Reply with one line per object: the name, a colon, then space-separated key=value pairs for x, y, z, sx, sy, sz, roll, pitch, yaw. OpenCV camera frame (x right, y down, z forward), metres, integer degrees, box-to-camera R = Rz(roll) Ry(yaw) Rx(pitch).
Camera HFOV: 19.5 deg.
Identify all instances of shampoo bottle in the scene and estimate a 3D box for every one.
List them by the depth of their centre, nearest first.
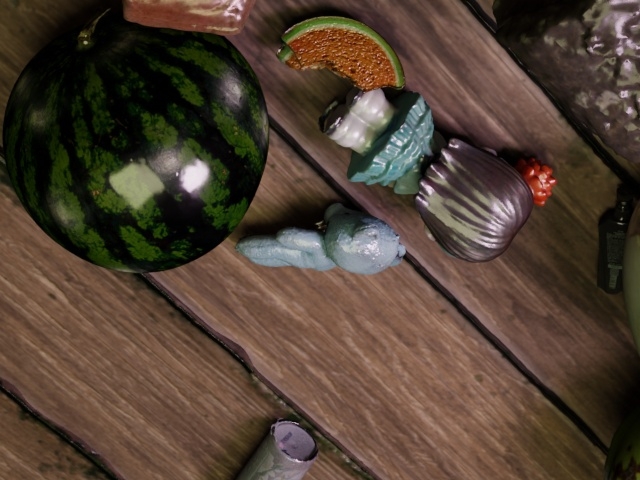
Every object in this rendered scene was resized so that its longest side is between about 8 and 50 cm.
shampoo bottle: x=0.327 y=-0.001 z=2.049 sx=0.048 sy=0.027 sz=0.137 roll=6 pitch=129 yaw=7
shampoo bottle: x=-0.077 y=0.311 z=2.282 sx=0.072 sy=0.072 sz=0.214 roll=22 pitch=126 yaw=-16

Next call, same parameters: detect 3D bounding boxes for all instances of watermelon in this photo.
watermelon: x=-0.183 y=-0.097 z=1.842 sx=0.269 sy=0.269 sz=0.269 roll=0 pitch=129 yaw=0

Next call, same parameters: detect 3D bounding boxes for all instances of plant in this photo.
plant: x=0.335 y=-0.187 z=1.780 sx=0.312 sy=0.215 sz=0.213 roll=35 pitch=119 yaw=-28

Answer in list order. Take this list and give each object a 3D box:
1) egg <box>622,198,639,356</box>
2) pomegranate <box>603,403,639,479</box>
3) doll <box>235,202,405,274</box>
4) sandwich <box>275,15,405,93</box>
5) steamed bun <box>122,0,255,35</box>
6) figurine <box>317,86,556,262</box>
egg: x=0.465 y=0.075 z=1.936 sx=0.278 sy=0.278 sz=0.336 roll=-23 pitch=109 yaw=18
pomegranate: x=0.437 y=0.286 z=2.126 sx=0.254 sy=0.254 sz=0.270 roll=25 pitch=97 yaw=-18
doll: x=0.001 y=-0.005 z=2.034 sx=0.180 sy=0.075 sz=0.120 roll=6 pitch=171 yaw=21
sandwich: x=0.026 y=-0.189 z=1.879 sx=0.135 sy=0.029 sz=0.067 roll=20 pitch=91 yaw=4
steamed bun: x=-0.121 y=-0.283 z=1.756 sx=0.145 sy=0.106 sz=0.175 roll=4 pitch=90 yaw=-11
figurine: x=0.121 y=-0.079 z=1.943 sx=0.245 sy=0.110 sz=0.138 roll=36 pitch=104 yaw=-17
